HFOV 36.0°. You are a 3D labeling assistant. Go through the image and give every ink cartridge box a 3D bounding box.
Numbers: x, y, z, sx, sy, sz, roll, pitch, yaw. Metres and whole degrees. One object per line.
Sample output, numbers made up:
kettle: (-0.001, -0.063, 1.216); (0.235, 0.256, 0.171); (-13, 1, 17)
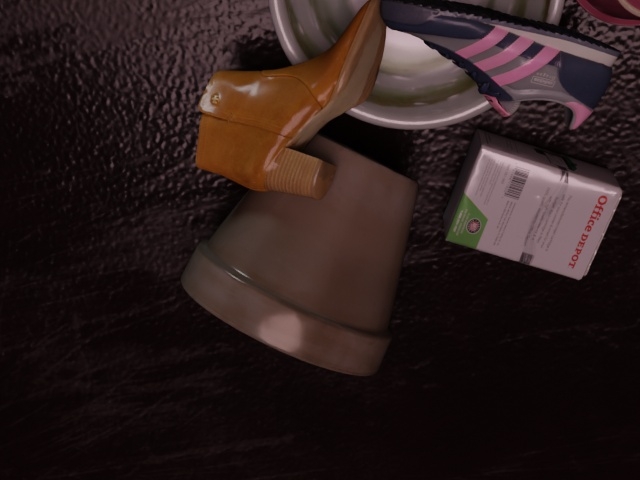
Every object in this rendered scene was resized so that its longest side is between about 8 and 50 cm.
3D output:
ink cartridge box: (0.314, -0.054, 1.478); (0.219, 0.092, 0.160); (17, 115, -4)

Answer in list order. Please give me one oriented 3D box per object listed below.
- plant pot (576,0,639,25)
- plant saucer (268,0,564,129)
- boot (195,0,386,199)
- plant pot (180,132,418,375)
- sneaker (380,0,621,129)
plant pot: (0.424, -0.368, 1.282); (0.201, 0.180, 0.201); (1, 115, 3)
plant saucer: (0.130, -0.355, 1.353); (0.400, 0.100, 0.400); (2, 114, 4)
boot: (-0.048, -0.209, 1.323); (0.211, 0.104, 0.295); (20, 87, 24)
plant pot: (0.000, 0.000, 1.437); (0.323, 0.323, 0.280); (25, 96, -7)
sneaker: (0.222, -0.231, 1.286); (0.319, 0.112, 0.131); (15, 112, -2)
